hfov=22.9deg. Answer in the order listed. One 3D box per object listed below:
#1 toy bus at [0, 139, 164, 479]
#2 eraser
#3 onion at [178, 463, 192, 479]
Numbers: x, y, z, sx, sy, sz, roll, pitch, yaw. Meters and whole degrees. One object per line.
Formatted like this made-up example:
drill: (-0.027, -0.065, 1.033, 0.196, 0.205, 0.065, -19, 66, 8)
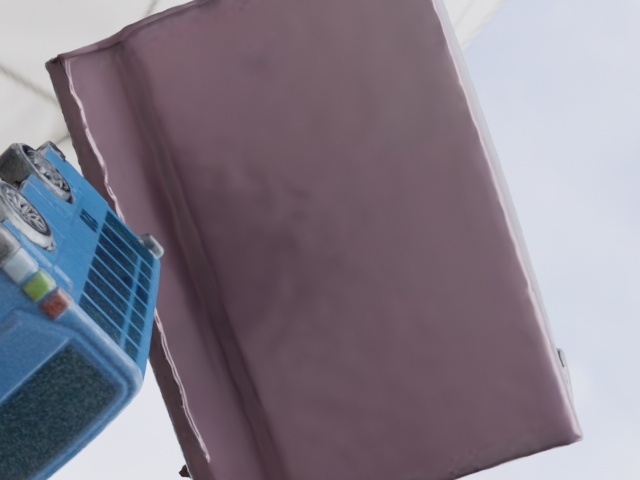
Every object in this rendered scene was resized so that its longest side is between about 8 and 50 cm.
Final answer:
toy bus: (-0.159, 0.036, 0.846, 0.116, 0.234, 0.133, -43, -78, 7)
eraser: (0.000, 0.000, 1.082, 0.272, 0.122, 0.359, -21, -89, 8)
onion: (-0.001, 0.277, 1.308, 0.283, 0.120, 0.227, 25, -7, -2)
